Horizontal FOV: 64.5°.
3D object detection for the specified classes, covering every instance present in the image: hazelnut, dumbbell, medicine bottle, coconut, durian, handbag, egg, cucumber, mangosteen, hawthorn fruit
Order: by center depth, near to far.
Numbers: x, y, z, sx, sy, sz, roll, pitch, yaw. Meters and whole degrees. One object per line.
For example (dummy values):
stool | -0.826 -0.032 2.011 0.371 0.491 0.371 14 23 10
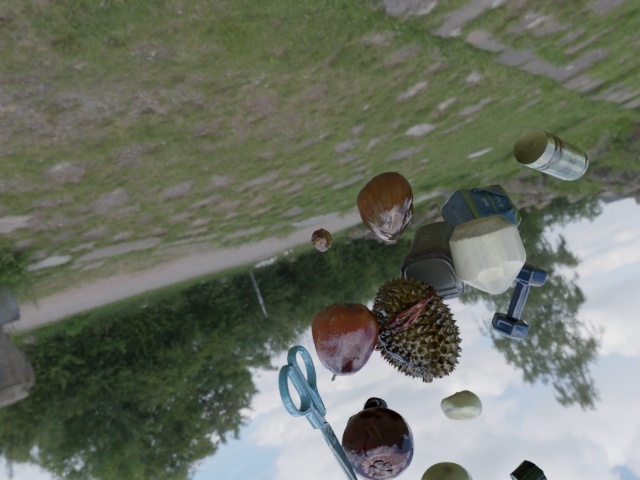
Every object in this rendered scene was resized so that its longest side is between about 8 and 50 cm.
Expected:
mangosteen | 0.165 0.578 1.508 0.215 0.215 0.258 -23 -155 8
hazelnut | 0.202 -0.107 1.611 0.210 0.186 0.210 -51 162 -23
hawthorn fruit | 0.077 0.328 1.627 0.223 0.261 0.224 7 176 1
coconut | 0.571 0.053 1.731 0.237 0.266 0.237 -12 179 0
durian | 0.327 0.313 1.797 0.347 0.385 0.348 -14 166 -4
cucumber | 0.805 0.925 1.960 0.115 0.116 0.062 -29 149 -23
medicine bottle | 0.958 -0.348 2.092 0.322 0.151 0.151 10 155 -34
egg | 0.525 1.017 2.100 0.241 0.186 0.186 2 163 -25
dumbbell | 0.842 0.252 2.159 0.144 0.325 0.160 15 -171 8
handbag | 0.704 -0.112 2.237 0.240 0.263 0.222 -9 152 -25

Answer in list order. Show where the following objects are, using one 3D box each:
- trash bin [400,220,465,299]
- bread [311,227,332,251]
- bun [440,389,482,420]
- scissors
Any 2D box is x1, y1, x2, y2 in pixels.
trash bin | 0.452 0.073 1.993 0.219 0.219 0.250 -14 -146 31
bread | 0.000 0.000 1.863 0.053 0.085 0.085 -26 176 -36
bun | 0.601 0.700 2.169 0.163 0.111 0.188 8 146 -6
scissors | 0.013 0.472 1.273 0.029 0.447 0.193 -19 -160 19
